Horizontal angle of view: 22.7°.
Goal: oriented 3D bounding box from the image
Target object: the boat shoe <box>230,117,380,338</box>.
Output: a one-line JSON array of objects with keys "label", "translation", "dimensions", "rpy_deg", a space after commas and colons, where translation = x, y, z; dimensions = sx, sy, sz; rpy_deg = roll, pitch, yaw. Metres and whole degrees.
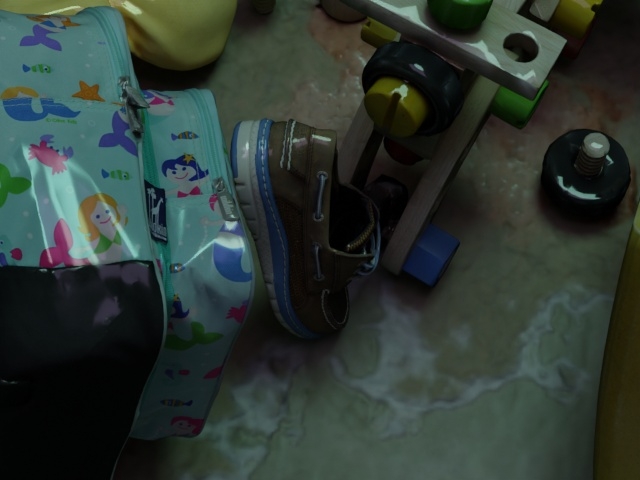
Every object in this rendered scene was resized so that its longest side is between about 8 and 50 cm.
[{"label": "boat shoe", "translation": [0.000, 0.000, 0.935], "dimensions": [0.066, 0.183, 0.066], "rpy_deg": [-2, 56, 14]}]

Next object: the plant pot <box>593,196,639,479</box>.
[{"label": "plant pot", "translation": [0.257, 0.065, 0.886], "dimensions": [0.212, 0.187, 0.212], "rpy_deg": [19, 29, 8]}]

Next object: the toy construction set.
[{"label": "toy construction set", "translation": [0.069, -0.155, 0.982], "dimensions": [0.257, 0.237, 0.309], "rpy_deg": [-31, 69, -15]}]

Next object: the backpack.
[{"label": "backpack", "translation": [-0.148, -0.005, 0.877], "dimensions": [0.191, 0.225, 0.253], "rpy_deg": [-7, 55, -24]}]

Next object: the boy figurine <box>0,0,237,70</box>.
[{"label": "boy figurine", "translation": [-0.196, -0.135, 1.047], "dimensions": [0.285, 0.092, 0.177], "rpy_deg": [-18, 40, -13]}]
